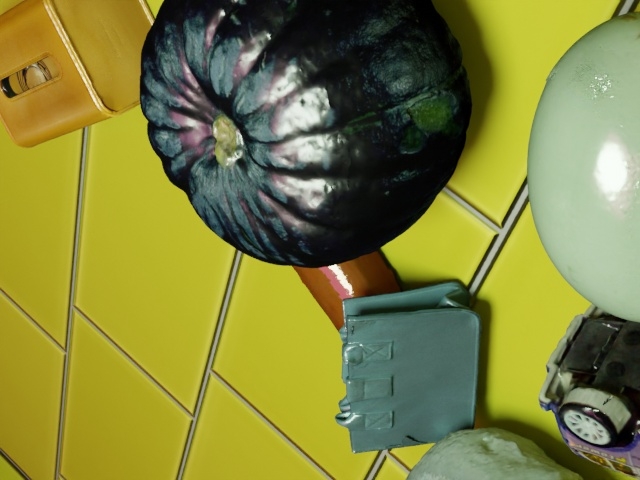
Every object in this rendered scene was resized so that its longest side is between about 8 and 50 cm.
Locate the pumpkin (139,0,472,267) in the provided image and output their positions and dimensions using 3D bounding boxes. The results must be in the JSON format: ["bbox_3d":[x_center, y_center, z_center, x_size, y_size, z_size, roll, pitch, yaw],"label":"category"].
[{"bbox_3d":[-0.022,-0.149,1.106,0.363,0.266,0.363,29,134,34],"label":"pumpkin"}]

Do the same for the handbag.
[{"bbox_3d":[0.102,0.161,1.300,0.062,0.179,0.229,-100,5,-54],"label":"handbag"}]

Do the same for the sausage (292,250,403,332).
[{"bbox_3d":[0.000,0.000,1.333,0.097,0.094,0.348,-33,95,29],"label":"sausage"}]

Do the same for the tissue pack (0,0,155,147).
[{"bbox_3d":[-0.352,-0.250,1.472,0.274,0.145,0.194,-9,114,50],"label":"tissue pack"}]

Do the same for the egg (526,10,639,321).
[{"bbox_3d":[0.280,-0.059,0.909,0.203,0.203,0.282,13,130,40],"label":"egg"}]

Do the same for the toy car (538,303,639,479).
[{"bbox_3d":[0.354,0.164,1.056,0.235,0.172,0.158,18,147,34],"label":"toy car"}]

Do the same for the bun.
[{"bbox_3d":[0.251,0.385,1.296,0.354,0.194,0.354,26,133,32],"label":"bun"}]
